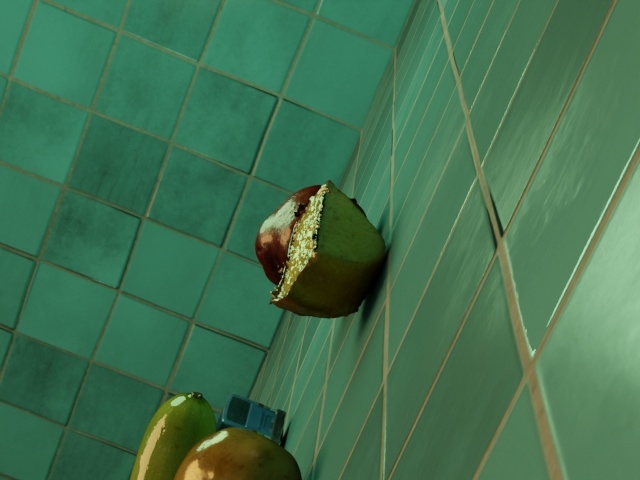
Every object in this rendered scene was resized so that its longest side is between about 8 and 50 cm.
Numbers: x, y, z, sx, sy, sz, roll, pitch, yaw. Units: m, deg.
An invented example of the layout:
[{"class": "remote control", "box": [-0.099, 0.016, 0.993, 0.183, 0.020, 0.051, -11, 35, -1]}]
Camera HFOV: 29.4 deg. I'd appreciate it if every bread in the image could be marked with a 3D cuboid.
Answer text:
[{"class": "bread", "box": [0.020, 0.030, 1.741, 0.129, 0.134, 0.260, -55, 14, 26]}]

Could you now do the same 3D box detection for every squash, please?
[{"class": "squash", "box": [-0.246, 0.375, 2.063, 0.132, 0.132, 0.247, 136, 151, -82]}]

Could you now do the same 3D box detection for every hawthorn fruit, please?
[{"class": "hawthorn fruit", "box": [0.000, 0.000, 1.968, 0.202, 0.185, 0.185, -52, -6, -33]}]

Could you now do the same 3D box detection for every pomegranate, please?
[{"class": "pomegranate", "box": [-0.113, 0.330, 1.552, 0.196, 0.196, 0.196, -158, 90, -87]}]

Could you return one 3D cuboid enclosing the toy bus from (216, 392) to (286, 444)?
[{"class": "toy bus", "box": [-0.158, 0.401, 2.169, 0.116, 0.133, 0.234, -80, 14, -65]}]
